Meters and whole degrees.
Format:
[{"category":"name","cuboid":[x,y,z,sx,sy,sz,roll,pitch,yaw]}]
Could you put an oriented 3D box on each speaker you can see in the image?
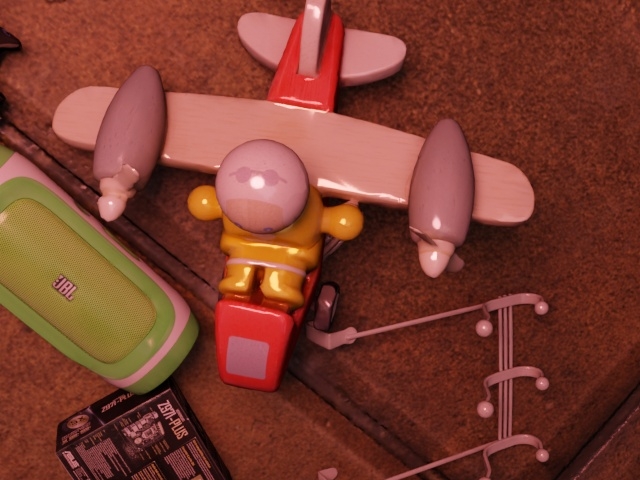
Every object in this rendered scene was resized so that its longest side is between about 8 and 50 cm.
[{"category":"speaker","cuboid":[-0.273,0.035,0.837,0.131,0.131,0.296,-45,111,-2]}]

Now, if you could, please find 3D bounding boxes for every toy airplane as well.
[{"category":"toy airplane","cuboid":[-0.033,-0.078,0.796,0.386,0.272,0.384,-33,89,7]}]

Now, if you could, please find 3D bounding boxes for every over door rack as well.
[{"category":"over door rack","cuboid":[0.154,0.209,1.013,0.324,0.108,0.240,-7,104,-14]}]

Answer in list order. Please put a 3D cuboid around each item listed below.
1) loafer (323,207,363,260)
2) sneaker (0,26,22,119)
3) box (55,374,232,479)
[{"category":"loafer","cuboid":[0.000,0.000,0.953,0.039,0.045,0.125,41,92,-14]},{"category":"sneaker","cuboid":[-0.380,-0.118,0.792,0.090,0.081,0.232,19,96,-12]},{"category":"box","cuboid":[-0.207,0.268,0.937,0.147,0.077,0.180,-29,109,-8]}]
